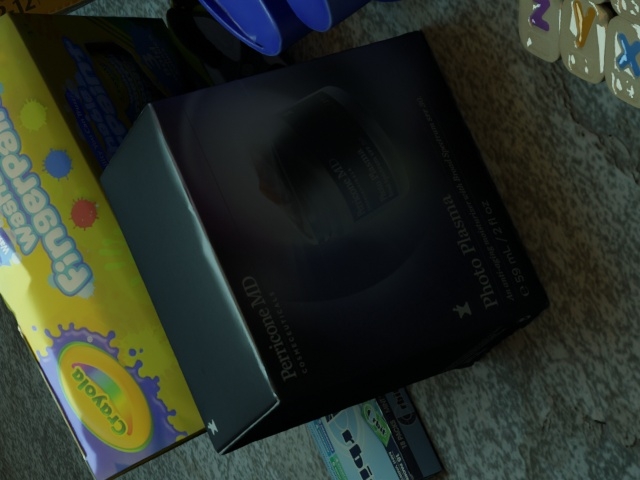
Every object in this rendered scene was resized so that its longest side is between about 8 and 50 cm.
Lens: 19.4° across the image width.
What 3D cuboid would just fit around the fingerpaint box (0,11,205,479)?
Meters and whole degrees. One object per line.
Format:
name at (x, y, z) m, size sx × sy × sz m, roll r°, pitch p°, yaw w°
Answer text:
fingerpaint box at (-0.194, -0.011, 1.949) m, size 0.163 × 0.371 × 0.444 m, roll -29°, pitch 85°, yaw 19°

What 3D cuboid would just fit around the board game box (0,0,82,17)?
board game box at (-0.472, -0.399, 2.251) m, size 0.356 × 0.357 × 0.356 m, roll -8°, pitch 107°, yaw 63°

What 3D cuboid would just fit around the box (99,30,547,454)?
box at (0.000, 0.000, 1.720) m, size 0.296 × 0.294 × 0.183 m, roll 65°, pitch 153°, yaw 12°

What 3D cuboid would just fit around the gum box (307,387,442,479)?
gum box at (0.050, 0.211, 2.034) m, size 0.157 × 0.041 × 0.184 m, roll 65°, pitch 153°, yaw 14°

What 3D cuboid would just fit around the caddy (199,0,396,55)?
caddy at (-0.045, -0.334, 1.690) m, size 0.341 × 0.179 × 0.241 m, roll 51°, pitch 157°, yaw -12°

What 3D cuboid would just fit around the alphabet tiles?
alphabet tiles at (0.216, -0.254, 1.458) m, size 0.284 × 0.021 × 0.278 m, roll 37°, pitch 137°, yaw 49°

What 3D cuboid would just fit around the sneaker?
sneaker at (-0.068, -0.139, 2.001) m, size 0.121 × 0.111 × 0.300 m, roll 91°, pitch 153°, yaw -61°
